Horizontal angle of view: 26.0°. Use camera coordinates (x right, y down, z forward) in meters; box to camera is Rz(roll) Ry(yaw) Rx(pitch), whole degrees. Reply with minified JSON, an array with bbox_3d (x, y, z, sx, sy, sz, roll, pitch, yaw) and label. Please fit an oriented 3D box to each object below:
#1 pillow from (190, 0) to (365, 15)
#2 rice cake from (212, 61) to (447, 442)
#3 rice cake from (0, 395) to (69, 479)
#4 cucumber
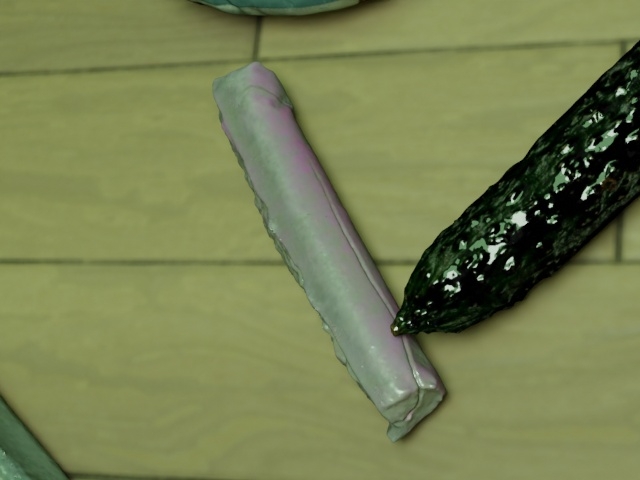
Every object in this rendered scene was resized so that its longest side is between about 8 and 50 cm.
[{"bbox_3d":[-0.020,-0.248,0.935,0.233,0.086,0.214,-3,67,18],"label":"pillow"},{"bbox_3d":[0.000,0.000,0.864,0.055,0.049,0.270,-25,64,-2],"label":"rice cake"},{"bbox_3d":[-0.232,0.127,0.904,0.063,0.066,0.336,-45,62,3],"label":"rice cake"},{"bbox_3d":[0.155,-0.045,0.807,0.300,0.072,0.072,-44,63,4],"label":"cucumber"}]
